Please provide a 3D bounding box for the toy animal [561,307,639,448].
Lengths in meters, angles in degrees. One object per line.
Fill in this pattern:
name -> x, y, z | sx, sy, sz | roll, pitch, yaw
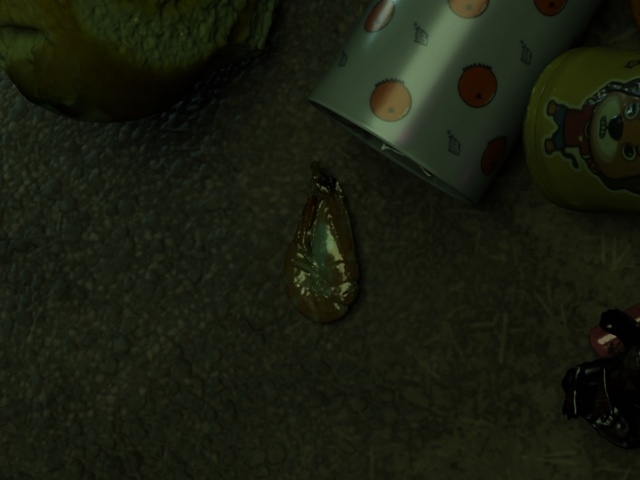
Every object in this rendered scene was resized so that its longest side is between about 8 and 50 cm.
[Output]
toy animal -> 0.340, 0.157, 1.693 | 0.179, 0.218, 0.116 | 30, 70, -18

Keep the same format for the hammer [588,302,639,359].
hammer -> 0.317, 0.093, 1.767 | 0.083, 0.043, 0.043 | -29, 71, 11

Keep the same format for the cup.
cup -> 0.158, -0.223, 1.796 | 0.212, 0.212, 0.317 | 33, 91, 23

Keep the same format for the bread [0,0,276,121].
bread -> -0.203, -0.278, 1.908 | 0.239, 0.395, 0.264 | 12, 108, 40

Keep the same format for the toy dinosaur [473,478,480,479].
toy dinosaur -> 0.054, 0.331, 1.811 | 0.279, 0.055, 0.101 | -44, 78, 6

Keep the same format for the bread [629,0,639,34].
bread -> 0.398, -0.239, 1.783 | 0.139, 0.095, 0.269 | -19, 90, 26

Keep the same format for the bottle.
bottle -> 0.371, -0.102, 1.637 | 0.351, 0.171, 0.171 | 7, 80, 52

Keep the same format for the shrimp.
shrimp -> 0.000, 0.000, 1.901 | 0.091, 0.043, 0.184 | -4, 79, 23
